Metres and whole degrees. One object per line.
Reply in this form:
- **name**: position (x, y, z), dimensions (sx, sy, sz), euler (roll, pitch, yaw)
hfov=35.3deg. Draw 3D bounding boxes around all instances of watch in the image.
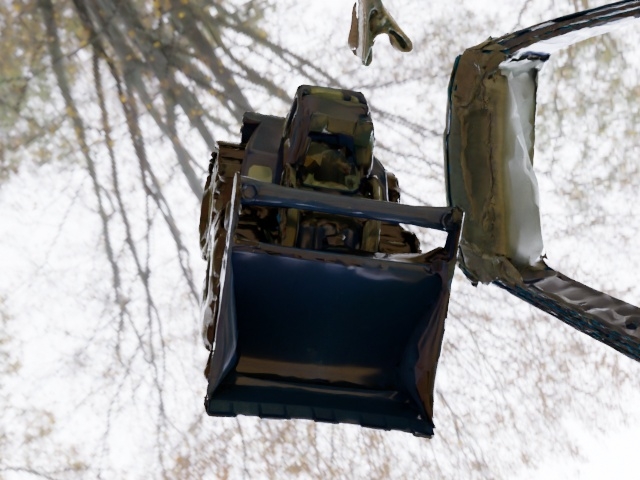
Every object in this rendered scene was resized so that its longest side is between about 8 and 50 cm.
- **watch**: position (0.196, -0.002, 0.531), dimensions (0.274, 0.068, 0.277), euler (-6, -89, 39)

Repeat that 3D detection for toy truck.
- **toy truck**: position (0.000, 0.000, 0.516), dimensions (0.113, 0.126, 0.208), euler (7, -147, -12)

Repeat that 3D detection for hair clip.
- **hair clip**: position (0.045, -0.287, 1.014), dimensions (0.071, 0.219, 0.159), euler (-23, -153, -6)
